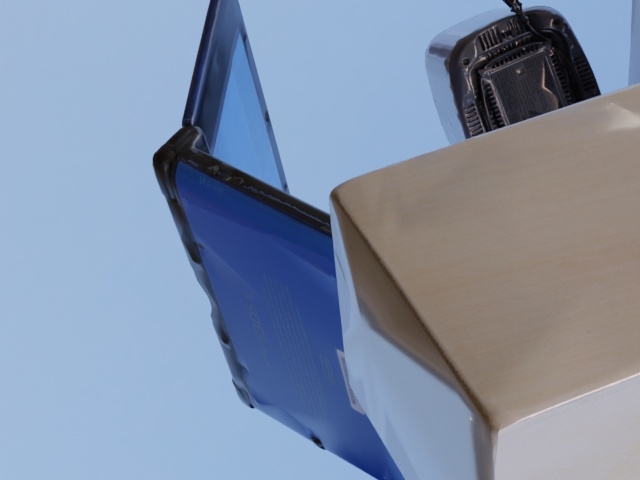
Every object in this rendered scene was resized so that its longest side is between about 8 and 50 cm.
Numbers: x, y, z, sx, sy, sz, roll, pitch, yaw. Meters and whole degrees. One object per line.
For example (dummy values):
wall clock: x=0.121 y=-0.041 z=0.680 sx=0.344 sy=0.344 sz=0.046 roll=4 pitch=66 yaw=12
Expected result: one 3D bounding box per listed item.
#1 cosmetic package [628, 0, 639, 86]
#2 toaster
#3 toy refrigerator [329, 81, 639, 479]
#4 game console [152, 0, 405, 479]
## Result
cosmetic package: x=0.381 y=-0.096 z=1.245 sx=0.156 sy=0.217 sz=0.385 roll=-85 pitch=175 yaw=-68
toaster: x=0.176 y=-0.127 z=1.314 sx=0.129 sy=0.227 sz=0.146 roll=-25 pitch=-165 yaw=-5
toy refrigerator: x=0.147 y=0.005 z=0.427 sx=0.102 sy=0.270 sz=0.094 roll=-124 pitch=-160 yaw=-44
game console: x=0.000 y=0.000 z=1.017 sx=0.250 sy=0.293 sz=0.173 roll=27 pitch=-119 yaw=29
